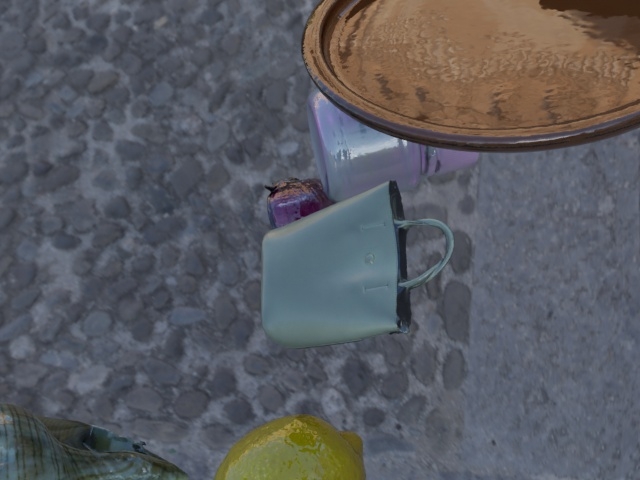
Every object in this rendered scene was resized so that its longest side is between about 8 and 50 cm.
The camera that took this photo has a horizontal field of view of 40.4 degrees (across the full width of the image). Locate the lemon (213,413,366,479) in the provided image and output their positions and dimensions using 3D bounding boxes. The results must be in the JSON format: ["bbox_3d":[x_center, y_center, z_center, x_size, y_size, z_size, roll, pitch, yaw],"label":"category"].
[{"bbox_3d":[-0.051,0.405,1.416,0.288,0.233,0.233,-35,60,-8],"label":"lemon"}]

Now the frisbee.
[{"bbox_3d":[0.113,-0.129,0.529,0.251,0.021,0.250,-5,42,4],"label":"frisbee"}]

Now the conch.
[{"bbox_3d":[-0.378,0.306,1.154,0.169,0.386,0.203,-57,32,8],"label":"conch"}]

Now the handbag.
[{"bbox_3d":[0.049,0.037,1.305,0.315,0.109,0.241,-19,62,36],"label":"handbag"}]

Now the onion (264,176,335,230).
[{"bbox_3d":[0.000,0.000,2.151,0.159,0.267,0.348,-16,96,17],"label":"onion"}]

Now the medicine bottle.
[{"bbox_3d":[0.149,-0.225,1.831,0.325,0.256,0.256,-13,61,-5],"label":"medicine bottle"}]
